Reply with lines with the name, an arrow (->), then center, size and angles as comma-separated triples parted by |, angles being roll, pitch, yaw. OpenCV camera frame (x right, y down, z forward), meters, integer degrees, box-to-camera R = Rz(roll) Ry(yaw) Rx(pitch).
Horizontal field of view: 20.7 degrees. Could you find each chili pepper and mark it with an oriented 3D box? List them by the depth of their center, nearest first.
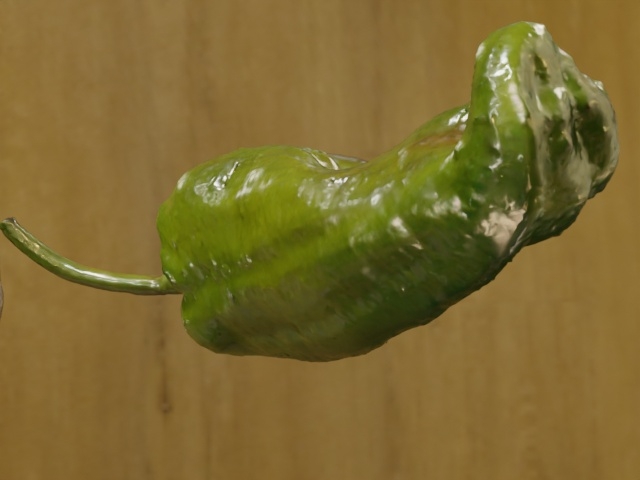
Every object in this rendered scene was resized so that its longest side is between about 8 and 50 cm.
chili pepper -> 0.001, -0.002, 0.511 | 0.072, 0.204, 0.073 | -17, 89, -46

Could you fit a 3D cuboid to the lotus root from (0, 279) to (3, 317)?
lotus root -> -0.292, -0.009, 0.504 | 0.316, 0.250, 0.316 | 51, 29, -44
